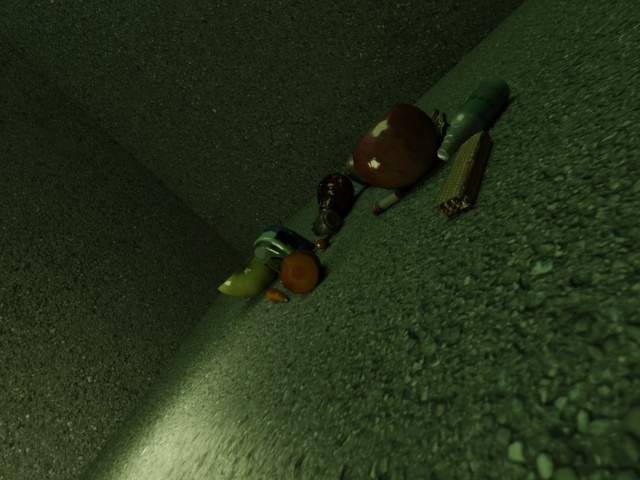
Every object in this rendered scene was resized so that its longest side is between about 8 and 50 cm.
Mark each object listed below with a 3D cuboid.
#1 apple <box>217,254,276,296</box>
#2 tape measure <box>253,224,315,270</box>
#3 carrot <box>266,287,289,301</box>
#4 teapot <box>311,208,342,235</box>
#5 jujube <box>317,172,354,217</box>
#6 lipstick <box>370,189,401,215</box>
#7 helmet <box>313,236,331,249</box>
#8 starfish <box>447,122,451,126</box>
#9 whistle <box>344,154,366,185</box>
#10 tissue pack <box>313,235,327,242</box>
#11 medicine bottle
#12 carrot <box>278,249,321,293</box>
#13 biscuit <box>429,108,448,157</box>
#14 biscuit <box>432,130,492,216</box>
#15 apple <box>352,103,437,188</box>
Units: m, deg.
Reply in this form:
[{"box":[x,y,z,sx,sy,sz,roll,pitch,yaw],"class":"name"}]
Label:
[{"box":[-0.401,0.166,2.299,0.360,0.321,0.311,165,109,-81],"class":"apple"},{"box":[-0.196,0.051,2.033,0.259,0.262,0.138,-34,26,52],"class":"tape measure"},{"box":[-0.182,0.238,1.770,0.061,0.061,0.257,-49,13,-19],"class":"carrot"},{"box":[0.027,-0.087,2.008,0.146,0.116,0.148,-30,17,46],"class":"teapot"},{"box":[0.075,-0.226,2.192,0.216,0.216,0.342,-39,18,33],"class":"jujube"},{"box":[0.251,-0.143,1.573,0.131,0.038,0.038,-36,14,41],"class":"lipstick"},{"box":[0.013,0.016,1.873,0.084,0.049,0.065,-13,-12,24],"class":"helmet"},{"box":[0.512,-0.451,1.610,0.016,0.092,0.086,-55,27,16],"class":"starfish"},{"box":[0.239,-0.376,2.184,0.189,0.189,0.348,-44,21,7],"class":"whistle"},{"box":[0.000,0.000,2.050,0.056,0.023,0.108,-45,10,-8],"class":"tissue pack"},{"box":[0.504,-0.401,1.375,0.351,0.110,0.110,-49,11,-18],"class":"medicine bottle"},{"box":[-0.068,0.107,1.615,0.159,0.159,0.225,-44,0,10],"class":"carrot"},{"box":[0.438,-0.417,1.612,0.182,0.034,0.215,168,111,-71],"class":"biscuit"},{"box":[0.402,-0.193,1.128,0.094,0.054,0.378,-34,15,45],"class":"biscuit"},{"box":[0.290,-0.343,1.549,0.344,0.269,0.345,-51,3,4],"class":"apple"}]
